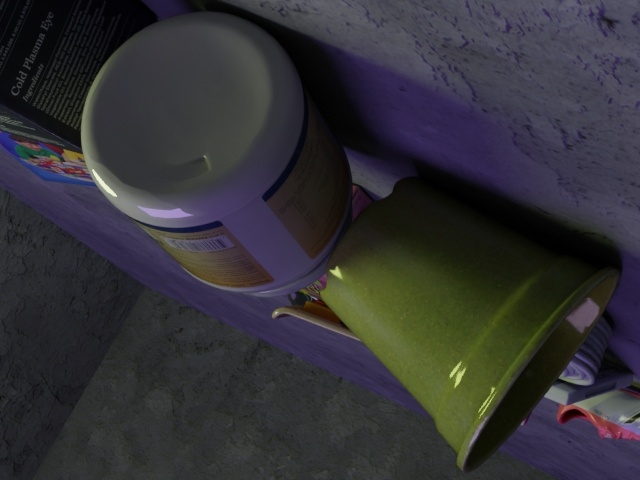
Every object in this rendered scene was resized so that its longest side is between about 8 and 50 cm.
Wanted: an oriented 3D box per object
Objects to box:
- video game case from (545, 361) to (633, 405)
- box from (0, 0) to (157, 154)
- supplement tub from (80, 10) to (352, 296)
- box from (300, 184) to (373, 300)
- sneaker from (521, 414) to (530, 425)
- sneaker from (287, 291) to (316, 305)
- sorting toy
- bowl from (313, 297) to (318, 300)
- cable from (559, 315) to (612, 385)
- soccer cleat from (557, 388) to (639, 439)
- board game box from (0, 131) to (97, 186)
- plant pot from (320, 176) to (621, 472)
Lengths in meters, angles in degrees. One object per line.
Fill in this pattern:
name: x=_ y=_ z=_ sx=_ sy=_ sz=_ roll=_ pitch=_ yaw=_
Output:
video game case: x=0.311 y=0.175 z=1.793 sx=0.201 sy=0.023 sz=0.183 roll=20 pitch=-163 yaw=38
box: x=-0.418 y=-0.253 z=1.385 sx=0.343 sy=0.179 sz=0.312 roll=17 pitch=172 yaw=40
supplement tub: x=-0.094 y=-0.076 z=1.352 sx=0.228 sy=0.228 sz=0.316 roll=25 pitch=168 yaw=22
box: x=0.000 y=0.000 z=1.768 sx=0.213 sy=0.117 sz=0.243 roll=21 pitch=167 yaw=37
sneaker: x=0.309 y=0.247 z=2.152 sx=0.111 sy=0.103 sz=0.252 roll=28 pitch=169 yaw=1
sneaker: x=-0.032 y=0.042 z=2.187 sx=0.106 sy=0.101 sz=0.267 roll=0 pitch=157 yaw=28
sorting toy: x=0.045 y=0.122 z=1.857 sx=0.208 sy=0.038 sz=0.193 roll=16 pitch=-179 yaw=8
bowl: x=0.028 y=0.060 z=2.080 sx=0.170 sy=0.080 sz=0.170 roll=29 pitch=169 yaw=6
cable: x=0.250 y=0.096 z=1.640 sx=0.257 sy=0.089 sz=0.257 roll=37 pitch=167 yaw=-38
soccer cleat: x=0.458 y=0.262 z=1.845 sx=0.248 sy=0.095 sz=0.083 roll=20 pitch=166 yaw=43
board game box: x=-0.263 y=-0.138 z=1.652 sx=0.347 sy=0.078 sz=0.233 roll=7 pitch=164 yaw=21
plant pot: x=0.148 y=0.070 z=1.412 sx=0.254 sy=0.276 sz=0.276 roll=38 pitch=173 yaw=18
